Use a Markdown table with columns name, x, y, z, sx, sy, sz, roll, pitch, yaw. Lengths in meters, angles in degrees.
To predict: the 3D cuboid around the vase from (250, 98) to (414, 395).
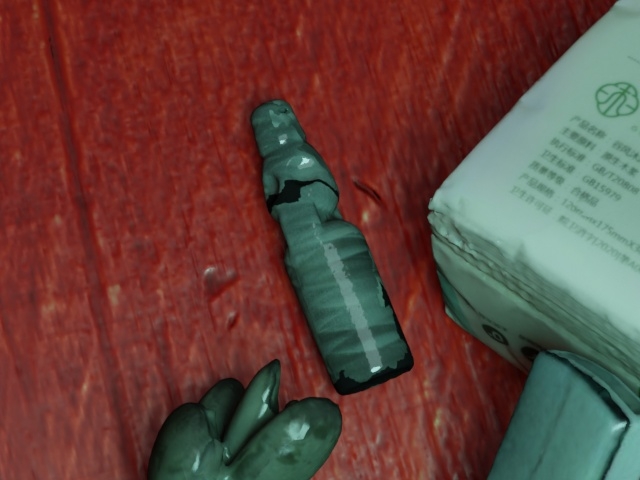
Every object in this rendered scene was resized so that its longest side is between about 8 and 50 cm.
| name | x | y | z | sx | sy | sz | roll | pitch | yaw |
| --- | --- | --- | --- | --- | --- | --- | --- | --- | --- |
| vase | 0.000 | 0.000 | 1.211 | 0.060 | 0.060 | 0.211 | -19 | 78 | -12 |

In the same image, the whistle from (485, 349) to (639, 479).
| name | x | y | z | sx | sy | sz | roll | pitch | yaw |
| --- | --- | --- | --- | --- | --- | --- | --- | --- | --- |
| whistle | 0.167 | 0.218 | 1.109 | 0.163 | 0.163 | 0.289 | 20 | 107 | -2 |

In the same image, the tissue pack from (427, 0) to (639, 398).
| name | x | y | z | sx | sy | sz | roll | pitch | yaw |
| --- | --- | --- | --- | --- | --- | --- | --- | --- | --- |
| tissue pack | 0.284 | 0.023 | 1.128 | 0.356 | 0.194 | 0.266 | 37 | 73 | 27 |

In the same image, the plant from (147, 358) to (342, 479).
| name | x | y | z | sx | sy | sz | roll | pitch | yaw |
| --- | --- | --- | --- | --- | --- | --- | --- | --- | --- |
| plant | -0.083 | 0.204 | 1.101 | 0.274 | 0.146 | 0.149 | -56 | 132 | -18 |
